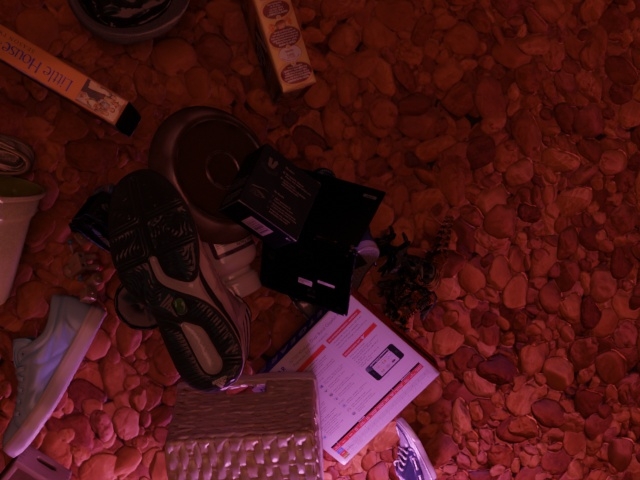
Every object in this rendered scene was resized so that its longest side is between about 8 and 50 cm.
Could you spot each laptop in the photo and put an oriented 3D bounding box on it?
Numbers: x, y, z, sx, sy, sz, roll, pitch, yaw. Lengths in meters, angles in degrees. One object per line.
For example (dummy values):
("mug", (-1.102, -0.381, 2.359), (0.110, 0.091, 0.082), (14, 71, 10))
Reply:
("laptop", (0.000, 0.000, 1.557), (0.234, 0.136, 0.264), (18, 117, 24))

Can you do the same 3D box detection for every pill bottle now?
("pill bottle", (-0.383, 0.123, 1.503), (0.123, 0.219, 0.122), (0, 91, -12))
("pill bottle", (-0.248, -0.009, 1.553), (0.169, 0.169, 0.301), (-23, 96, -10))

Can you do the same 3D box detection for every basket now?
("basket", (-0.156, 0.496, 1.489), (0.328, 0.266, 0.331), (-4, 106, -1))

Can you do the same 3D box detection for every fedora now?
("fedora", (-0.417, -0.553, 1.523), (0.275, 0.124, 0.243), (-19, 93, -2))

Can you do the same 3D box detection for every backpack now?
("backpack", (-0.449, -0.030, 1.523), (0.173, 0.158, 0.117), (40, 66, -23))

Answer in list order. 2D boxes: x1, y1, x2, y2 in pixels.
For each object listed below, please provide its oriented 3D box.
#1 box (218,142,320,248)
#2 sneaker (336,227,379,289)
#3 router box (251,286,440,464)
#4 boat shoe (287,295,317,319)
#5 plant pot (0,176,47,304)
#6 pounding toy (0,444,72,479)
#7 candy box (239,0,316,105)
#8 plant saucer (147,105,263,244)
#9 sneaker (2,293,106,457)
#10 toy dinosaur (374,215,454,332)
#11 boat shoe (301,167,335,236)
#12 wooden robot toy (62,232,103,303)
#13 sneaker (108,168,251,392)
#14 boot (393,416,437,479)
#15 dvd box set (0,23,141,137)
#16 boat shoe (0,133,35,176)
("box", (-0.106, -0.092, 1.452), (0.156, 0.093, 0.158), (36, 59, -24))
("sneaker", (0.054, 0.034, 1.662), (0.086, 0.163, 0.226), (15, 130, -31))
("router box", (0.059, 0.318, 1.621), (0.301, 0.082, 0.335), (42, 101, -10))
("boat shoe", (-0.048, 0.144, 1.664), (0.046, 0.038, 0.125), (-32, 98, -9))
("plant pot", (-0.734, -0.001, 1.427), (0.276, 0.276, 0.254), (9, 102, -12))
("pounding toy", (-0.657, 0.595, 1.533), (0.181, 0.094, 0.206), (39, 93, -15))
("candy box", (-0.110, -0.484, 1.558), (0.088, 0.183, 0.316), (-18, 95, -10))
("plant saucer", (-0.219, -0.147, 1.469), (0.311, 0.050, 0.310), (10, 73, -37))
("sneaker", (-0.627, 0.287, 1.511), (0.150, 0.135, 0.366), (29, 75, -10))
("toy dinosaur", (0.221, 0.080, 1.687), (0.218, 0.164, 0.322), (35, 66, -25))
("boat shoe", (-0.020, -0.051, 1.637), (0.109, 0.089, 0.258), (19, 88, -12))
("wooden robot toy", (-0.549, 0.070, 1.554), (0.079, 0.076, 0.173), (-31, 71, 28))
("sneaker", (-0.273, 0.081, 1.377), (0.169, 0.257, 0.447), (-24, 87, 1))
("boot", (0.218, 0.543, 1.714), (0.086, 0.069, 0.190), (-30, 99, -12))
("dvd box set", (-0.579, -0.355, 1.406), (0.420, 0.307, 0.062), (31, 89, -12))
("boat shoe", (-0.772, -0.199, 1.451), (0.302, 0.098, 0.109), (13, 103, -21))
